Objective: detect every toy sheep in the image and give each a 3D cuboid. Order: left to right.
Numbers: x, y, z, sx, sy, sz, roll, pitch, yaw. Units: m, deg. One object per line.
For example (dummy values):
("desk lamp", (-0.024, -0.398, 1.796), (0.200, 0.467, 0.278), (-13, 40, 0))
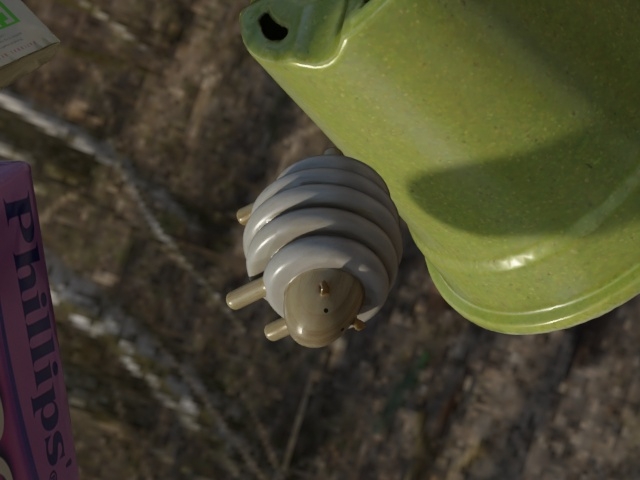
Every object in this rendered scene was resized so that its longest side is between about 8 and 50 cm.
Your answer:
("toy sheep", (0.000, 0.000, 0.837), (0.091, 0.091, 0.132), (-53, 27, 44))

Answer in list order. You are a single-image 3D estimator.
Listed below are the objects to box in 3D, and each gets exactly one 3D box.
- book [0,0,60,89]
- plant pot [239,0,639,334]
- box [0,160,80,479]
("book", (-0.237, -0.146, 0.967), (0.096, 0.144, 0.035), (-38, -10, -47))
("plant pot", (0.097, -0.121, 1.038), (0.276, 0.254, 0.276), (-31, 39, 29))
("box", (-0.161, 0.113, 0.424), (0.243, 0.117, 0.214), (-50, -43, -67))
